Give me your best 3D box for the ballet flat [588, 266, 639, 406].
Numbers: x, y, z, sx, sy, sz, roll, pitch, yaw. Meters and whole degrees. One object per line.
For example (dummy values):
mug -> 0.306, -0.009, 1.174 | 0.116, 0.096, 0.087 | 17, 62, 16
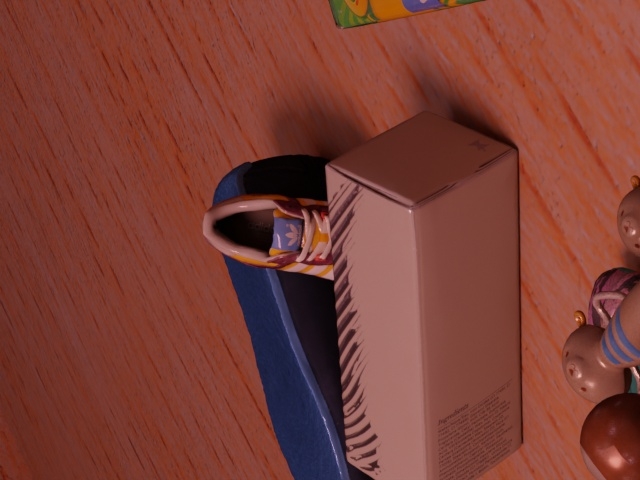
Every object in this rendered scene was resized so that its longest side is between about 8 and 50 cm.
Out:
ballet flat -> 0.212, 0.120, 1.294 | 0.079, 0.077, 0.221 | -123, 24, -70

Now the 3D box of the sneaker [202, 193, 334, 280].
sneaker -> 0.000, 0.000, 1.504 | 0.084, 0.185, 0.070 | 1, -89, -74

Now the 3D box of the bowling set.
bowling set -> 0.201, 0.089, 1.123 | 0.287, 0.200, 0.154 | 66, 151, 15

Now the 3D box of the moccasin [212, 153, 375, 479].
moccasin -> 0.018, 0.091, 1.614 | 0.137, 0.117, 0.342 | -2, 104, 65

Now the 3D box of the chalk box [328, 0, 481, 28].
chalk box -> 0.090, -0.233, 1.109 | 0.289, 0.179, 0.180 | -2, 107, 65

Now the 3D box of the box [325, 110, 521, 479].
box -> 0.079, 0.054, 1.439 | 0.094, 0.113, 0.275 | 28, 134, 40
